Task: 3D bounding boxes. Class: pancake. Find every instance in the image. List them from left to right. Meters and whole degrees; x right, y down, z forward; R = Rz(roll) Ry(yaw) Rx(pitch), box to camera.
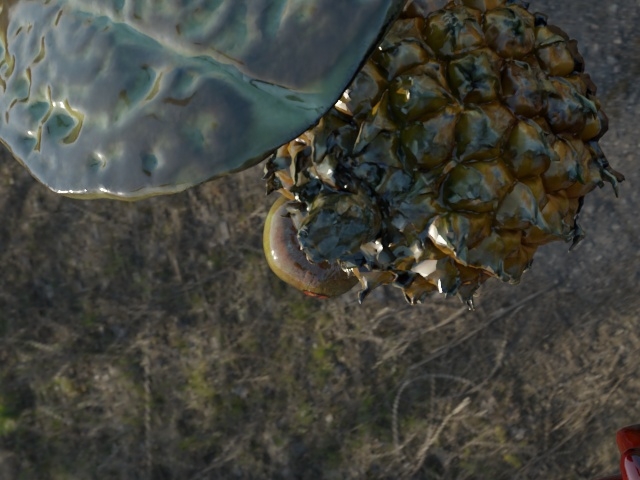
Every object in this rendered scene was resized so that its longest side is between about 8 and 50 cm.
[{"bbox_3d":[-0.056,-0.131,0.374,0.250,0.031,0.250,-15,66,36],"label":"pancake"}]

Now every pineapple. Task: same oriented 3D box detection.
[{"bbox_3d":[0.033,-0.034,0.453,0.176,0.137,0.161,52,138,-4],"label":"pineapple"}]

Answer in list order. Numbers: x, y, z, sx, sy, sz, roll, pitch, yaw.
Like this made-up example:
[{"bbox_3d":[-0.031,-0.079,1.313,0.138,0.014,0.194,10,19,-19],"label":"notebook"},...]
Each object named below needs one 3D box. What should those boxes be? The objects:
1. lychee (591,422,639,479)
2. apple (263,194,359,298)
[{"bbox_3d":[0.253,0.207,0.309,0.424,0.500,0.425,-1,84,9],"label":"lychee"},{"bbox_3d":[-0.001,-0.003,1.039,0.102,0.126,0.126,155,98,-81],"label":"apple"}]
